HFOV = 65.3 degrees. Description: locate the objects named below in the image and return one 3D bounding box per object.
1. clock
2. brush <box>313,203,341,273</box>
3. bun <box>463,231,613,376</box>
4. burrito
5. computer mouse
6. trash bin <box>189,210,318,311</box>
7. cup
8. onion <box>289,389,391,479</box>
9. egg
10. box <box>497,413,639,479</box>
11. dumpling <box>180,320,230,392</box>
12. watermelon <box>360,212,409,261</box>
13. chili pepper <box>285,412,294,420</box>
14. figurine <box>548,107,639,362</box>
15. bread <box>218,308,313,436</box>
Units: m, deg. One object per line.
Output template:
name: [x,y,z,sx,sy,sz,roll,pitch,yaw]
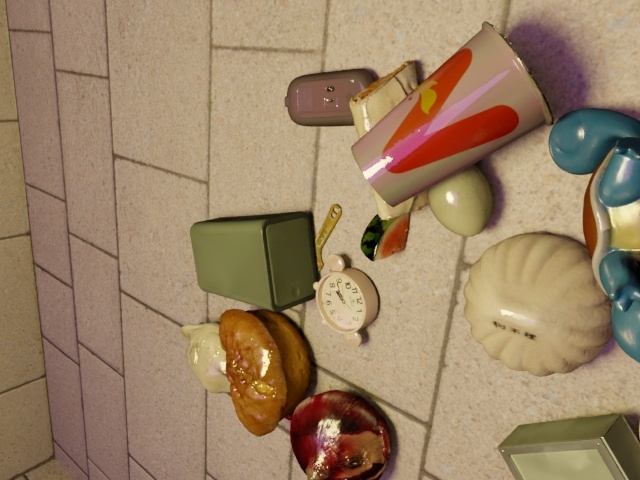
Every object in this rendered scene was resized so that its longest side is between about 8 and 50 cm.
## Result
clock: [0.062,0.143,1.196,0.155,0.063,0.230,-12,91,44]
brush: [0.000,0.000,1.241,0.082,0.010,0.218,44,125,23]
bun: [0.355,0.117,0.854,0.263,0.175,0.264,4,97,37]
burrito: [0.142,-0.198,0.996,0.105,0.143,0.300,-162,60,-75]
computer mouse: [0.024,-0.313,1.108,0.232,0.057,0.120,6,104,35]
trash bin: [-0.183,0.045,1.312,0.343,0.158,0.223,2,103,47]
cup: [0.204,-0.190,0.838,0.288,0.203,0.203,-35,78,20]
onion: [0.037,0.508,1.213,0.271,0.195,0.272,8,114,19]
egg: [0.261,-0.080,0.934,0.114,0.114,0.152,-26,89,41]
box: [0.451,0.399,0.889,0.130,0.086,0.225,62,143,9]
dumpling: [-0.281,0.364,1.505,0.318,0.187,0.243,37,163,36]
watermelon: [0.153,-0.013,1.080,0.094,0.125,0.135,40,109,-11]
chili pepper: [-0.051,0.502,1.392,0.267,0.050,0.059,25,113,31]
figurine: [0.462,-0.028,0.698,0.243,0.297,0.417,135,122,-64]
bread: [-0.128,0.329,1.311,0.178,0.194,0.341,-20,80,35]
